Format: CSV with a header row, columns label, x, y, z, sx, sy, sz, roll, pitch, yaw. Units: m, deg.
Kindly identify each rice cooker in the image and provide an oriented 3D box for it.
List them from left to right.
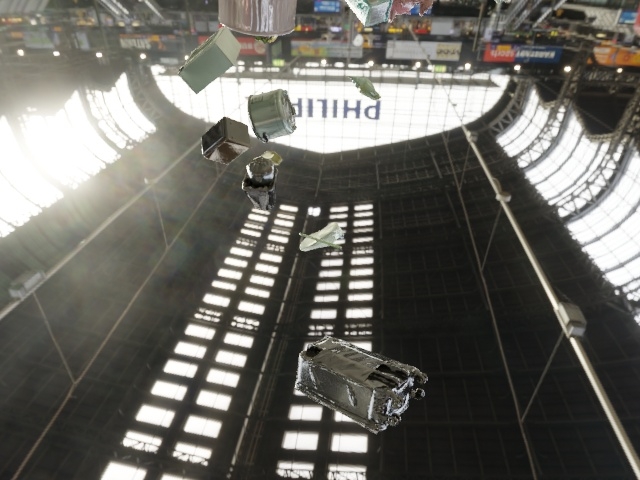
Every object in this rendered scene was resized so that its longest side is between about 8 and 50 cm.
label,x,y,z,sx,sy,sz,roll,pitch,yaw
rice cooker,-0.250,-0.616,2.015,0.226,0.241,0.281,-11,-108,14

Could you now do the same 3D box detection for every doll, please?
label,x,y,z,sx,sy,sz,roll,pitch,yaw
doll,0.279,-0.892,1.447,0.261,0.211,0.093,31,-163,-7

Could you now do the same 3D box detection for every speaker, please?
label,x,y,z,sx,sy,sz,roll,pitch,yaw
speaker,-0.529,-0.555,2.281,0.230,0.154,0.192,-24,158,38

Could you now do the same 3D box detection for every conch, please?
label,x,y,z,sx,sy,sz,roll,pitch,yaw
conch,0.192,-0.680,1.824,0.180,0.088,0.065,36,-119,-8

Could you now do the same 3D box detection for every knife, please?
label,x,y,z,sx,sy,sz,roll,pitch,yaw
knife,0.000,0.000,1.833,0.207,0.014,0.030,18,-163,10

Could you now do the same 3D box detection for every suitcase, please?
label,x,y,z,sx,sy,sz,roll,pitch,yaw
suitcase,0.132,0.504,1.468,0.433,0.194,0.283,15,-167,33

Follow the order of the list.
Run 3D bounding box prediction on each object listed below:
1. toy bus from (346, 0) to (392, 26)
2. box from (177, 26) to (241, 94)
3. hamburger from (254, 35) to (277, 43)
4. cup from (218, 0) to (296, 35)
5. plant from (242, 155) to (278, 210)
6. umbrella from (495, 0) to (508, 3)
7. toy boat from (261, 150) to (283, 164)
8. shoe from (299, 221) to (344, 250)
label,x,y,z,sx,sy,sz,roll,pitch,yaw
toy bus,0.105,-0.728,1.145,0.109,0.091,0.262,-27,-107,-15
box,-0.477,-0.784,1.756,0.224,0.117,0.225,-26,-142,24
hamburger,-0.231,-0.898,1.701,0.166,0.137,0.087,41,-170,29
cup,-0.138,-0.702,1.048,0.208,0.273,0.288,30,-133,19
plant,-0.266,-0.254,1.812,0.141,0.256,0.165,6,-135,2
umbrella,0.606,-0.862,1.391,0.143,0.067,0.062,11,-173,-37
toy boat,-0.247,-0.403,2.015,0.172,0.066,0.065,22,-109,46
shoe,0.014,0.005,2.300,0.264,0.110,0.095,-31,-142,19
